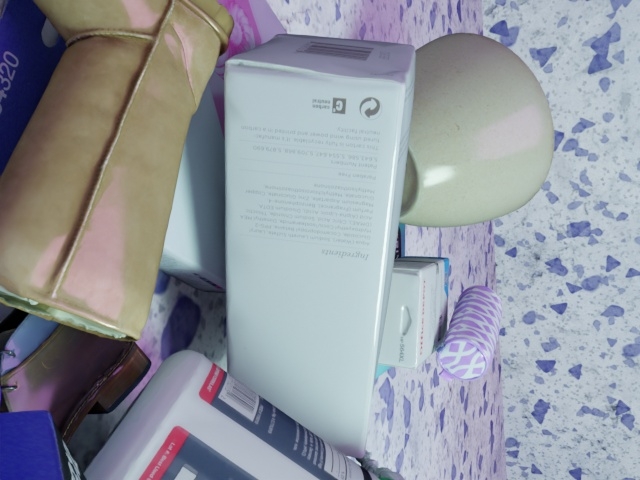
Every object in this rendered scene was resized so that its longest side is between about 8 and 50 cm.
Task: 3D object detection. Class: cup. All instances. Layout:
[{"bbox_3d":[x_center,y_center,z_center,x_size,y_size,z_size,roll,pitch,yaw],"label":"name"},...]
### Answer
[{"bbox_3d":[0.178,-0.152,1.113,0.236,0.331,0.331,-28,120,-36],"label":"cup"}]

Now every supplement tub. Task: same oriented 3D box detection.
[{"bbox_3d":[-0.059,0.236,0.543,0.191,0.272,0.191,-53,-175,7],"label":"supplement tub"}]

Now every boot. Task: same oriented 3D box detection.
[{"bbox_3d":[-0.182,-0.093,0.459,0.236,0.089,0.270,27,69,-31],"label":"boot"},{"bbox_3d":[-0.227,0.119,0.479,0.106,0.082,0.219,58,39,-16],"label":"boot"}]

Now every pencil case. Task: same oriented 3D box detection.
[{"bbox_3d":[0.252,0.154,1.124,0.088,0.086,0.206,-59,173,33],"label":"pencil case"}]

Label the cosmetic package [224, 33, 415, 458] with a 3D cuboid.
[{"bbox_3d":[0.000,0.000,0.693,0.217,0.156,0.385,-67,164,-66],"label":"cosmetic package"}]

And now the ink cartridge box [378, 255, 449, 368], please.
[{"bbox_3d":[0.142,0.106,1.066,0.203,0.085,0.148,-7,100,-66],"label":"ink cartridge box"}]

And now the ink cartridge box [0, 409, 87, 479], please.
[{"bbox_3d":[-0.115,0.218,0.336,0.069,0.175,0.371,-27,117,-16],"label":"ink cartridge box"}]

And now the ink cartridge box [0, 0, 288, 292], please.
[{"bbox_3d":[-0.141,-0.149,0.637,0.330,0.071,0.325,44,52,-61],"label":"ink cartridge box"}]

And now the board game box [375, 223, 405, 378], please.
[{"bbox_3d":[0.053,0.096,1.073,0.336,0.079,0.254,-10,100,-66],"label":"board game box"}]

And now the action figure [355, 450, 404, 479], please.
[{"bbox_3d":[0.045,0.264,0.693,0.063,0.232,0.137,-31,101,-34],"label":"action figure"}]
